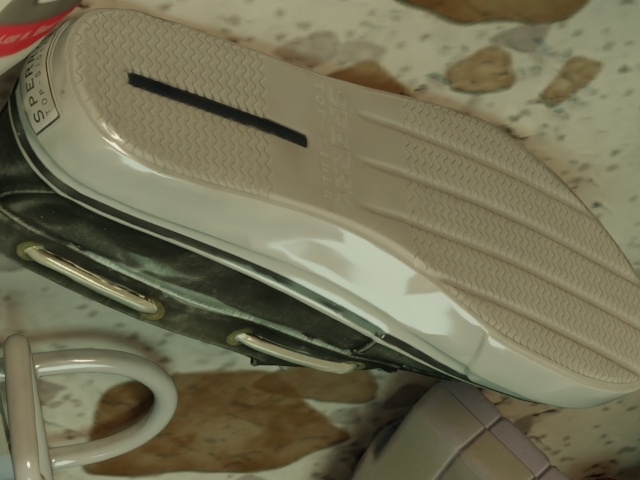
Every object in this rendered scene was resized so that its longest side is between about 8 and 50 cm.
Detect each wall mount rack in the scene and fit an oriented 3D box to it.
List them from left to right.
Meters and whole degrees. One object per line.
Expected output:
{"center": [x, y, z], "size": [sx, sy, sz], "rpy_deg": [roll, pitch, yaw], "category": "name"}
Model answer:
{"center": [-0.238, 0.173, 0.983], "size": [0.350, 0.130, 0.304], "rpy_deg": [-8, 145, -7], "category": "wall mount rack"}

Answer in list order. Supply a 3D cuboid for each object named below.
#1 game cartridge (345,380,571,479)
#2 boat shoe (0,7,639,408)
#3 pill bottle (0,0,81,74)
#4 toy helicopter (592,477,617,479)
{"center": [0.074, 0.252, 1.129], "size": [0.068, 0.230, 0.355], "rpy_deg": [-28, 159, -40], "category": "game cartridge"}
{"center": [0.000, 0.000, 0.853], "size": [0.335, 0.121, 0.119], "rpy_deg": [25, 139, -27], "category": "boat shoe"}
{"center": [-0.054, -0.194, 0.490], "size": [0.176, 0.176, 0.318], "rpy_deg": [21, 133, -39], "category": "pill bottle"}
{"center": [0.247, 0.200, 1.049], "size": [0.140, 0.235, 0.355], "rpy_deg": [-9, 157, -6], "category": "toy helicopter"}
